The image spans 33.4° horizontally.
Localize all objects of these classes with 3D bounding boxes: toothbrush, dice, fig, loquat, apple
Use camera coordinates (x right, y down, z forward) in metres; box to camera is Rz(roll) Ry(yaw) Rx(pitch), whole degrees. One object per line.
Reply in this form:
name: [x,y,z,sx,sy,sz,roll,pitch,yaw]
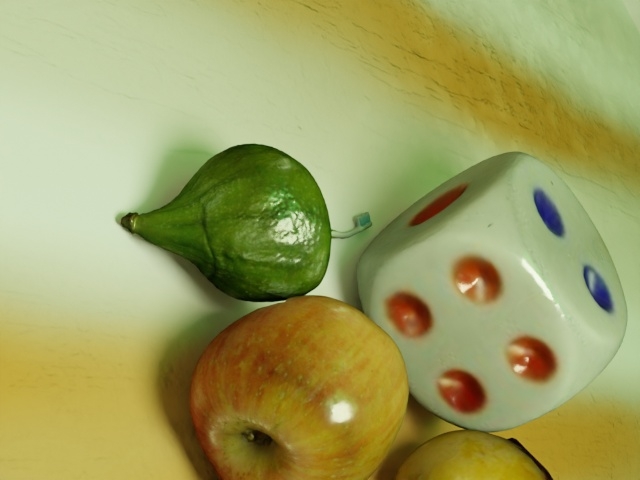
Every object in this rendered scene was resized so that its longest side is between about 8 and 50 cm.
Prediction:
toothbrush: [0.000,0.000,1.498,0.263,0.022,0.026,-23,107,-53]
dice: [0.250,0.070,1.539,0.304,0.277,0.304,56,28,-8]
fig: [-0.113,-0.007,1.271,0.235,0.203,0.203,-15,86,-21]
loquat: [0.203,0.365,1.420,0.235,0.235,0.235,24,57,-43]
apple: [-0.022,0.181,1.237,0.242,0.242,0.241,63,32,-10]
